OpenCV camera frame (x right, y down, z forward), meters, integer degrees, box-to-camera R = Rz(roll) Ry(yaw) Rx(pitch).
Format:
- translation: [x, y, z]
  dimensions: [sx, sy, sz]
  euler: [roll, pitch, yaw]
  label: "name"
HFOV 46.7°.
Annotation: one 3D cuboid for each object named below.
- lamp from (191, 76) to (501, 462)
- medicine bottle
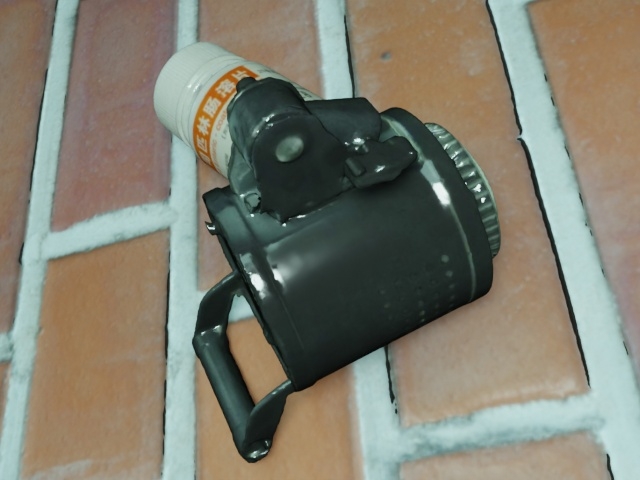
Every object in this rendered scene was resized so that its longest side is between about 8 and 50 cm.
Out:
- translation: [0.031, 0.011, 0.710]
  dimensions: [0.272, 0.374, 0.205]
  euler: [-12, 46, -22]
  label: "lamp"
- translation: [-0.074, -0.132, 0.874]
  dimensions: [0.144, 0.144, 0.252]
  euler: [-47, 56, -7]
  label: "medicine bottle"
